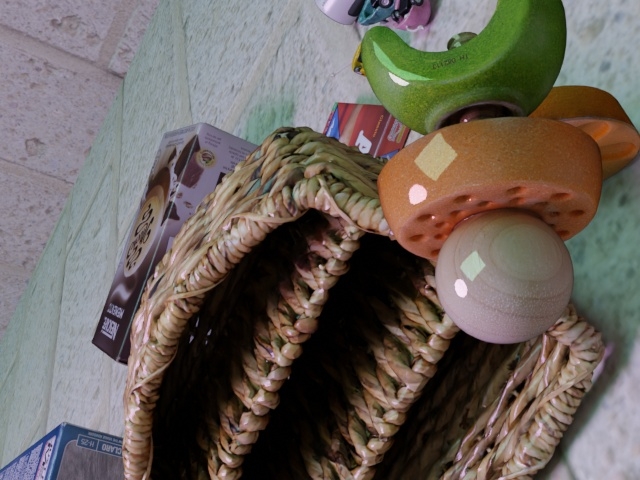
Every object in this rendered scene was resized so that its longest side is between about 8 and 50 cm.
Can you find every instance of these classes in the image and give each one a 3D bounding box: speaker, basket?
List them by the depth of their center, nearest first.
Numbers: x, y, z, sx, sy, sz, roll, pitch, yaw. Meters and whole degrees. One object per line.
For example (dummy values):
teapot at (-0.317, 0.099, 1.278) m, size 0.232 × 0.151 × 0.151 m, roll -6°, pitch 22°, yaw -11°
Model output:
basket at (-0.008, 0.099, 0.571) m, size 0.299 × 0.213 × 0.223 m, roll -61°, pitch 24°, yaw 19°
speaker at (0.049, -0.309, 0.968) m, size 0.136 × 0.055 × 0.055 m, roll -52°, pitch 29°, yaw 34°

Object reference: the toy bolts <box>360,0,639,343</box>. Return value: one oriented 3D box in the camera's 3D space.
toy bolts at (0.159, -0.028, 0.430) m, size 0.229 × 0.218 × 0.158 m, roll -16°, pitch 65°, yaw 22°

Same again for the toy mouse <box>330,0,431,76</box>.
toy mouse at (0.078, -0.231, 0.875) m, size 0.161 × 0.031 × 0.143 m, roll 13°, pitch 83°, yaw 66°

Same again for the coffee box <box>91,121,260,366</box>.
coffee box at (-0.172, 0.015, 1.100) m, size 0.168 × 0.119 × 0.297 m, roll 3°, pitch 74°, yaw 64°

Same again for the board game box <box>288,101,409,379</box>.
board game box at (0.000, 0.000, 0.863) m, size 0.145 × 0.027 × 0.281 m, roll 24°, pitch 93°, yaw 65°

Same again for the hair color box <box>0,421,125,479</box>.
hair color box at (-0.278, 0.315, 1.021) m, size 0.347 × 0.174 × 0.105 m, roll -35°, pitch 40°, yaw 51°
